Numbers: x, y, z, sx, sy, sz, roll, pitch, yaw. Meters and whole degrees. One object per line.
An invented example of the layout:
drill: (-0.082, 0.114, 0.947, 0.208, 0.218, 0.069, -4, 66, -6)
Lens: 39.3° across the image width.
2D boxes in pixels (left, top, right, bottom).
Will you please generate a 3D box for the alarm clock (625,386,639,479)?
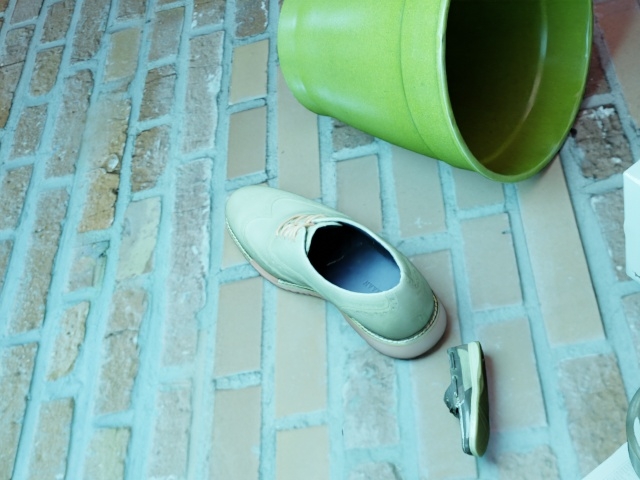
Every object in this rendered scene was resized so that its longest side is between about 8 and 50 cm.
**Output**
alarm clock: (0.338, 0.190, 0.797, 0.129, 0.064, 0.192, 2, 56, 23)

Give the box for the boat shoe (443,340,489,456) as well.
boat shoe: (0.169, 0.186, 1.050, 0.049, 0.056, 0.152, -10, 40, 19)

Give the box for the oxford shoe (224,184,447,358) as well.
oxford shoe: (0.000, 0.000, 1.196, 0.397, 0.146, 0.140, 29, 69, 37)

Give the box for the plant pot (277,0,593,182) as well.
plant pot: (0.139, -0.284, 1.275, 0.353, 0.366, 0.366, 13, 57, 43)

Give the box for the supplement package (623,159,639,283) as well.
supplement package: (0.508, -0.042, 1.006, 0.263, 0.199, 0.198, -38, 50, -11)

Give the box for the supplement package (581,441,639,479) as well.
supplement package: (0.334, 0.276, 0.857, 0.244, 0.134, 0.139, -35, 48, -9)
